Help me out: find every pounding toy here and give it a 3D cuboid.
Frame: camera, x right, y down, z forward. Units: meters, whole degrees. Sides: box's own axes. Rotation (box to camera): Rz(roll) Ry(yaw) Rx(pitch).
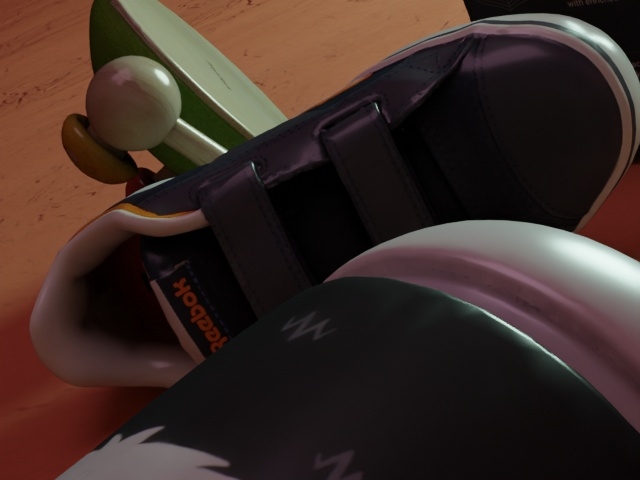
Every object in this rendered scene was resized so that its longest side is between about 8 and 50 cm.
[{"bbox_3d":[-0.094,-0.054,1.028,0.110,0.183,0.237,-46,21,10],"label":"pounding toy"}]

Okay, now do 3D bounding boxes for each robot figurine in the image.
[{"bbox_3d":[0.008,0.113,0.429,0.209,0.173,0.278,30,49,28],"label":"robot figurine"}]

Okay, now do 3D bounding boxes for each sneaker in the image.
[{"bbox_3d":[0.000,0.000,0.800,0.321,0.126,0.127,-24,12,30],"label":"sneaker"}]

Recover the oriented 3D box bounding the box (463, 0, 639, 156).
[{"bbox_3d":[0.167,-0.132,0.903,0.156,0.158,0.093,-1,29,46],"label":"box"}]
